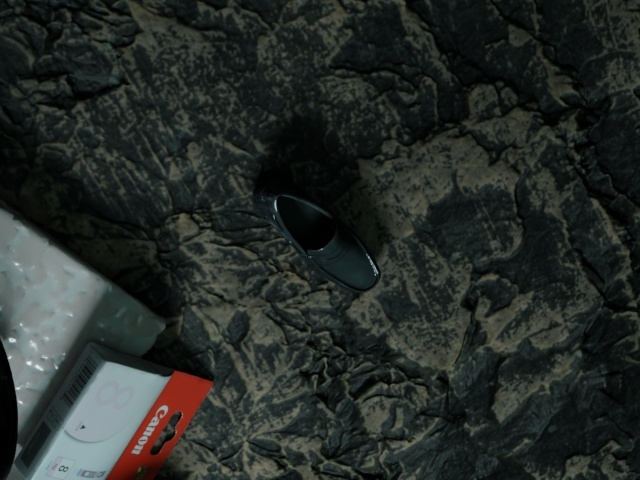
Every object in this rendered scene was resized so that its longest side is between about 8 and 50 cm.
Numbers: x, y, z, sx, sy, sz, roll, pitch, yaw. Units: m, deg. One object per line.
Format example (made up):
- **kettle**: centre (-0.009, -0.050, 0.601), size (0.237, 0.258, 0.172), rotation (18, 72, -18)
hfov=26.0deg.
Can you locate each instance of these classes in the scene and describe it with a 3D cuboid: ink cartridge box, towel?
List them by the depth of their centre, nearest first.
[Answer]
- **towel**: centre (-0.402, 0.144, 1.718), size (0.317, 0.053, 0.332), rotation (38, 91, -32)
- **ink cartridge box**: centre (-0.250, 0.243, 1.780), size (0.232, 0.066, 0.189), rotation (26, 100, -42)

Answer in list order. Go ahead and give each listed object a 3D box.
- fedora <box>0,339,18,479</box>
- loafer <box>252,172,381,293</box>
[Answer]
- **fedora**: centre (-0.478, 0.162, 1.539), size (0.152, 0.334, 0.334), rotation (-16, 116, 15)
- **loafer**: centre (0.000, 0.000, 1.816), size (0.076, 0.078, 0.223), rotation (-47, 117, 1)
